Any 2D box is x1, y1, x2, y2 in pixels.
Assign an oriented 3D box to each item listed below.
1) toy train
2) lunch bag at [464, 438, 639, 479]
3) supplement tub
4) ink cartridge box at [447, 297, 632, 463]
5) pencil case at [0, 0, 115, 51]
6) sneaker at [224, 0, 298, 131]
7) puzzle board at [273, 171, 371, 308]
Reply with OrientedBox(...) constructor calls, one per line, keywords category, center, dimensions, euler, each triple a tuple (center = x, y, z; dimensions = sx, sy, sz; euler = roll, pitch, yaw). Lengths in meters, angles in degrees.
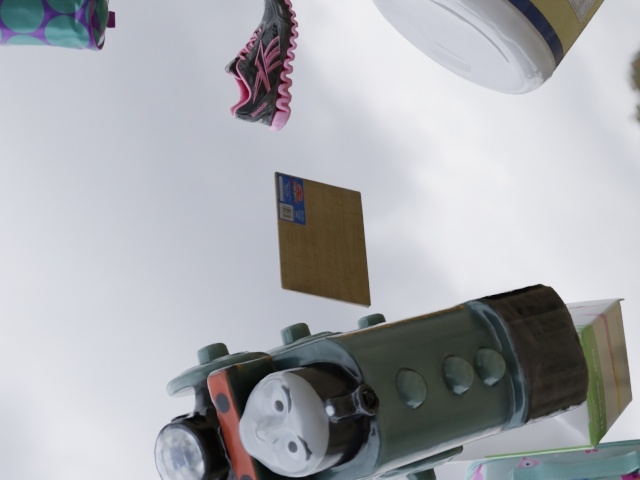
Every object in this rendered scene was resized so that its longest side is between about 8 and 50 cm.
OrientedBox(category="toy train", center=(0.040, 0.112, 1.304), dimensions=(0.334, 0.190, 0.142), euler=(-8, -102, -48))
OrientedBox(category="lunch bag", center=(0.301, 0.321, 2.039), dimensions=(0.108, 0.279, 0.224), euler=(-83, -16, -57))
OrientedBox(category="supplement tub", center=(0.218, -0.337, 1.924), dimensions=(0.228, 0.316, 0.228), euler=(34, 170, 7))
OrientedBox(category="ink cartridge box", center=(0.211, 0.142, 1.932), dimensions=(0.353, 0.207, 0.119), euler=(-15, -83, -72))
OrientedBox(category="pencil case", center=(-0.260, -0.198, 1.602), dimensions=(0.070, 0.151, 0.064), euler=(40, -127, -80))
OrientedBox(category="sneaker", center=(-0.052, -0.153, 1.548), dimensions=(0.047, 0.057, 0.119), euler=(-173, 88, -74))
OrientedBox(category="puzzle board", center=(0.000, 0.000, 1.738), dimensions=(0.096, 0.011, 0.128), euler=(13, -124, -27))
